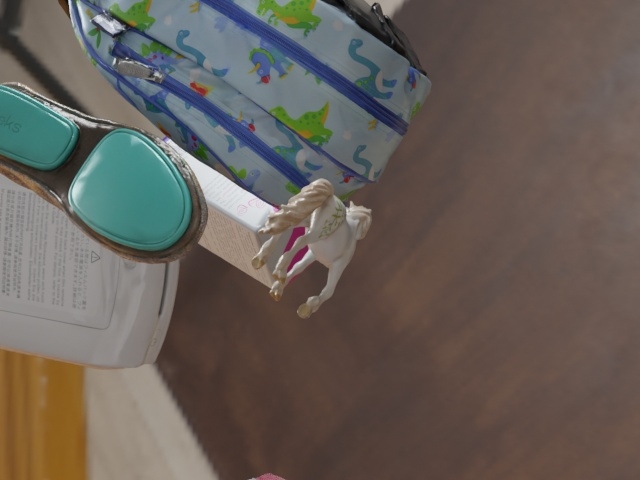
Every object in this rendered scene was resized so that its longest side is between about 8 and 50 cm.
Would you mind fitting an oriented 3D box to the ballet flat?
[{"bbox_3d":[-0.190,-0.055,1.543,0.316,0.106,0.107,34,84,37],"label":"ballet flat"}]

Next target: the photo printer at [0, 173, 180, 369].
[{"bbox_3d":[-0.287,0.002,1.882,0.307,0.107,0.256,7,97,30],"label":"photo printer"}]

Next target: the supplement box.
[{"bbox_3d":[-0.098,-0.049,2.080,0.111,0.114,0.220,-41,48,-22],"label":"supplement box"}]

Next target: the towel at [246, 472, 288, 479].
[{"bbox_3d":[-0.052,0.227,1.305,0.144,0.197,0.029,11,108,42],"label":"towel"}]

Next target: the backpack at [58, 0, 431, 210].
[{"bbox_3d":[-0.066,-0.172,1.600,0.355,0.290,0.273,17,78,31],"label":"backpack"}]

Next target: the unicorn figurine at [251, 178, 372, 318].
[{"bbox_3d":[0.000,0.000,1.349,0.060,0.162,0.111,36,76,9],"label":"unicorn figurine"}]
